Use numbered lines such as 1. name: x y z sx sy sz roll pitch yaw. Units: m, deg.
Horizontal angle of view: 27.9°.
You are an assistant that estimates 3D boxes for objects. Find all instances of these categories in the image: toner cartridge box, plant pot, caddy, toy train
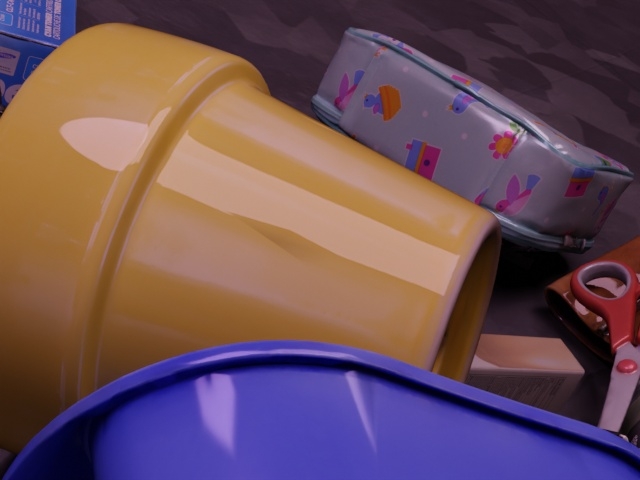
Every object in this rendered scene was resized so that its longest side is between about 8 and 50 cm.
1. toner cartridge box: -0.310 -0.240 1.179 0.165 0.075 0.348 12 31 -19
2. plant pot: -0.038 0.031 0.712 0.239 0.254 0.254 18 27 14
3. caddy: 0.021 0.174 0.567 0.341 0.241 0.179 21 30 -22
4. toy train: 0.127 -0.018 1.194 0.158 0.027 0.036 28 26 5

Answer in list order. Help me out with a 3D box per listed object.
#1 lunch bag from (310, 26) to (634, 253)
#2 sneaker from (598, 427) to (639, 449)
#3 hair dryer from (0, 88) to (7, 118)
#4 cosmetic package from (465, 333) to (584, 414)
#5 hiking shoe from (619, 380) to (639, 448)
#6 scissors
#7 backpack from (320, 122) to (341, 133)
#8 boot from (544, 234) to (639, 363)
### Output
1. lunch bag: 0.144 -0.085 1.191 0.279 0.108 0.224 35 12 25
2. sneaker: 0.168 0.163 0.812 0.330 0.146 0.122 34 32 20
3. hair dryer: -0.267 -0.093 0.879 0.293 0.080 0.223 -5 5 8
4. cosmetic package: 0.133 0.104 0.965 0.115 0.060 0.041 7 35 -32
5. hiking shoe: 0.337 0.171 1.004 0.226 0.086 0.114 3 43 -19
6. scissors: 0.249 0.088 0.992 0.109 0.021 0.297 -5 29 12
7. backpack: 0.000 0.000 0.920 0.188 0.144 0.166 54 11 30
8. boot: 0.378 0.040 1.103 0.280 0.096 0.264 -31 51 -28
